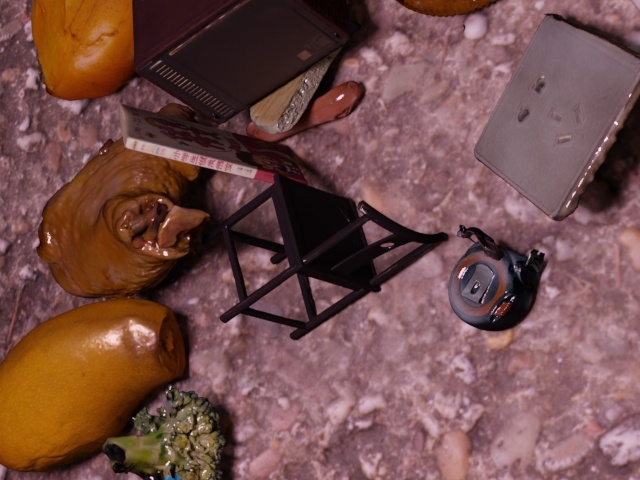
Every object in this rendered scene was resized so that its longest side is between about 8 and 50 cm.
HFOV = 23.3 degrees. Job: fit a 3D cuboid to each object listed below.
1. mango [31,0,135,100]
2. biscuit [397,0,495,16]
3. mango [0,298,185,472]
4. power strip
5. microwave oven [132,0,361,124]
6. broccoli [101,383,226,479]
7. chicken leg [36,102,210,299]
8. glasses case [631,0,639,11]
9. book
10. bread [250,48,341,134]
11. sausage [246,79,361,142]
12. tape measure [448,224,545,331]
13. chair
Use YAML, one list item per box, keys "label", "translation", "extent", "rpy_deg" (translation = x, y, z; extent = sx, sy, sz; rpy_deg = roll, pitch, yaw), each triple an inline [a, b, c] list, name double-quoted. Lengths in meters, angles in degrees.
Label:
- label: "mango"
  translation: [-0.316, -0.329, 2.237]
  extent: [0.257, 0.138, 0.187]
  rpy_deg: [-40, 77, 45]
- label: "biscuit"
  translation: [0.183, -0.420, 1.924]
  extent: [0.305, 0.038, 0.305]
  rpy_deg: [-13, 70, 39]
- label: "mango"
  translation: [-0.331, 0.191, 2.100]
  extent: [0.187, 0.144, 0.359]
  rpy_deg: [44, 115, -6]
- label: "power strip"
  translation: [0.280, -0.136, 1.728]
  extent: [0.198, 0.065, 0.213]
  rpy_deg: [-60, 34, 12]
- label: "microwave oven"
  translation: [-0.102, -0.299, 1.982]
  extent: [0.247, 0.178, 0.188]
  rpy_deg: [-31, 45, 28]
- label: "broccoli"
  translation: [-0.197, 0.275, 1.961]
  extent: [0.167, 0.160, 0.154]
  rpy_deg: [-59, 45, 36]
- label: "chicken leg"
  translation: [-0.228, -0.056, 2.036]
  extent: [0.295, 0.182, 0.409]
  rpy_deg: [-59, 18, -13]
- label: "glasses case"
  translation: [0.350, -0.336, 1.712]
  extent: [0.059, 0.092, 0.233]
  rpy_deg: [-33, 58, 36]
- label: "book"
  translation: [-0.138, -0.118, 1.953]
  extent: [0.162, 0.232, 0.022]
  rpy_deg: [-119, 45, -69]
- label: "bread"
  translation: [-0.036, -0.209, 2.028]
  extent: [0.112, 0.036, 0.193]
  rpy_deg: [-3, 50, 51]
- label: "sausage"
  translation: [-0.022, -0.163, 2.025]
  extent: [0.186, 0.043, 0.043]
  rpy_deg: [-18, 65, 38]
- label: "tape measure"
  translation: [0.168, 0.039, 1.707]
  extent: [0.104, 0.180, 0.107]
  rpy_deg: [21, 90, 27]
- label: "chair"
  translation: [0.000, 0.000, 1.877]
  extent: [0.260, 0.155, 0.141]
  rpy_deg: [-35, 56, 31]
